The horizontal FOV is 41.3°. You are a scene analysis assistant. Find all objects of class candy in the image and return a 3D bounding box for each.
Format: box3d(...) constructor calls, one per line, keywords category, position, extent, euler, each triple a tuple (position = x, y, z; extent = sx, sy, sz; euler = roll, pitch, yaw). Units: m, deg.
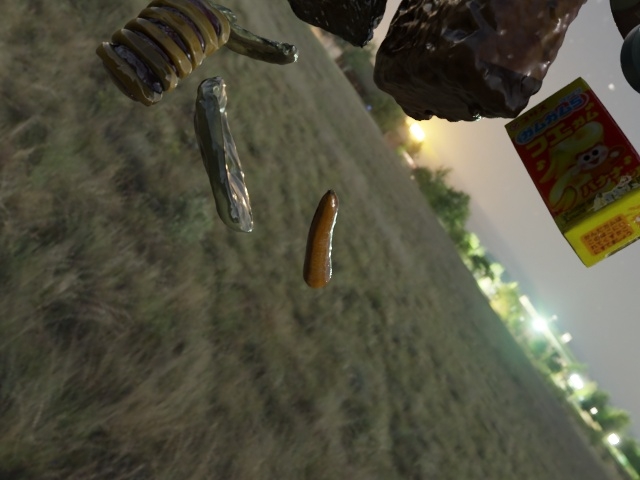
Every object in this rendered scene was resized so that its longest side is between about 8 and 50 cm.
box3d(category="candy", position=(0.377, -0.104, 1.210), extent=(0.088, 0.146, 0.276), euler=(43, 24, -34))

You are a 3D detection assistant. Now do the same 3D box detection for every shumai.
box3d(category="shumai", position=(0.038, -0.463, 1.465), extent=(0.218, 0.184, 0.185), euler=(31, 38, 6))

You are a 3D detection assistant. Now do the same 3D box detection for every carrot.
box3d(category="carrot", position=(0.000, 0.000, 1.045), extent=(0.037, 0.037, 0.190), euler=(60, -20, 29))

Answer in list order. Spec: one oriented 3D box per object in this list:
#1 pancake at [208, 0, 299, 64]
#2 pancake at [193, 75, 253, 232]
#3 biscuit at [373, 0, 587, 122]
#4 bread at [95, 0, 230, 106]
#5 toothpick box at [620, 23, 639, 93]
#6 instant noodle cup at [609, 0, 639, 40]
box3d(category="pancake", position=(-0.176, -0.400, 1.602), extent=(0.286, 0.033, 0.288), euler=(23, 0, 14))
box3d(category="pancake", position=(-0.142, -0.117, 1.224), extent=(0.242, 0.050, 0.242), euler=(-11, 90, -87))
box3d(category="biscuit", position=(0.258, -0.378, 1.309), extent=(0.166, 0.395, 0.342), euler=(29, -5, -19))
box3d(category="bread", position=(-0.256, -0.323, 1.385), extent=(0.134, 0.225, 0.081), euler=(39, -26, 0))
box3d(category="toothpick box", position=(0.420, -0.223, 0.960), extent=(0.101, 0.101, 0.153), euler=(54, -6, -2))
box3d(category="instant noodle cup", position=(0.659, -0.433, 1.505), extent=(0.235, 0.178, 0.235), euler=(52, -12, 16))
